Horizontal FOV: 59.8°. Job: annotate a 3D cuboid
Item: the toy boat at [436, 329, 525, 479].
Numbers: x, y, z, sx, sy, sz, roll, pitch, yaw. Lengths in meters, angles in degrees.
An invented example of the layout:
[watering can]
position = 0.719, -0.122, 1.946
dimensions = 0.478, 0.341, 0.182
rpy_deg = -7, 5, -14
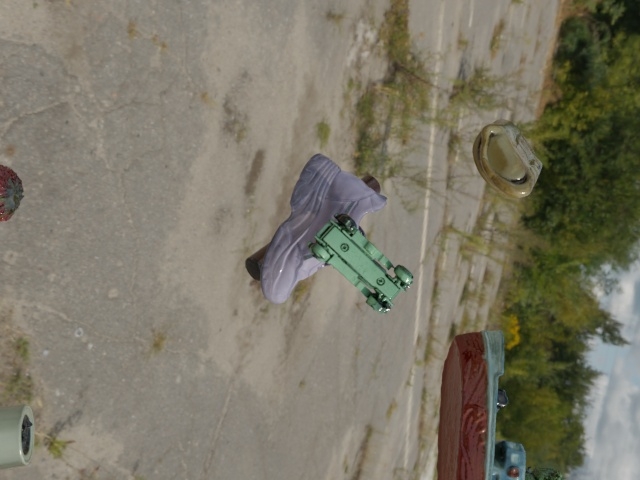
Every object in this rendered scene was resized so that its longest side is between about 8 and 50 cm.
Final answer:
[toy boat]
position = 0.295, 0.322, 1.000
dimensions = 0.145, 0.133, 0.331
rpy_deg = 108, -10, -70

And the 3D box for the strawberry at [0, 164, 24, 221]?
[strawberry]
position = -0.767, -0.111, 1.328
dimensions = 0.145, 0.086, 0.145
rpy_deg = 10, 90, -88

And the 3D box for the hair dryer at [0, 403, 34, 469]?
[hair dryer]
position = -0.739, 0.472, 1.258
dimensions = 0.362, 0.203, 0.128
rpy_deg = 114, -32, -59

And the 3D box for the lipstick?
[lipstick]
position = -0.006, -0.031, 1.120
dimensions = 0.357, 0.057, 0.057
rpy_deg = -36, 138, -33

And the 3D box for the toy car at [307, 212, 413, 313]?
[toy car]
position = 0.054, 0.031, 0.753
dimensions = 0.073, 0.143, 0.054
rpy_deg = -48, 179, -4

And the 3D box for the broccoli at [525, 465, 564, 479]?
[broccoli]
position = 0.544, 0.706, 1.431
dimensions = 0.270, 0.270, 0.269
rpy_deg = 168, -61, -76

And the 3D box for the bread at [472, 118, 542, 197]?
[bread]
position = 0.328, -0.146, 0.991
dimensions = 0.134, 0.081, 0.225
rpy_deg = 57, 31, 1

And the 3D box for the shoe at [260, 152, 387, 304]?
[shoe]
position = 0.000, 0.000, 0.866
dimensions = 0.245, 0.138, 0.095
rpy_deg = -66, 171, 10
